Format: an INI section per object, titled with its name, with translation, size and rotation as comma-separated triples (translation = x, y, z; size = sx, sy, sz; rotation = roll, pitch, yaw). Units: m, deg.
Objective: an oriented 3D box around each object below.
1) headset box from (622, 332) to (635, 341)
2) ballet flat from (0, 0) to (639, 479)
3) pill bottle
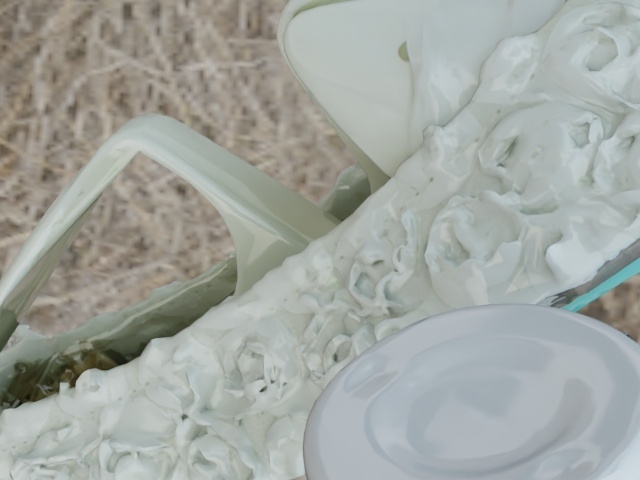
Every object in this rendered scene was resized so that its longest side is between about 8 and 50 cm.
[headset box]
translation = 0.134, 0.231, 0.776
size = 0.131, 0.283, 0.246
rotation = -24, 153, -24
[ballet flat]
translation = 0.000, 0.000, 0.548
size = 0.147, 0.409, 0.147
rotation = 39, 29, -26
[pill bottle]
translation = 0.047, 0.090, 0.407
size = 0.078, 0.078, 0.137
rotation = -35, 127, -30
